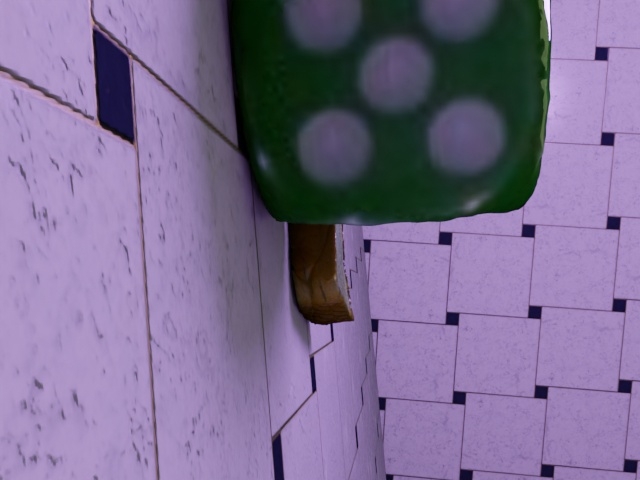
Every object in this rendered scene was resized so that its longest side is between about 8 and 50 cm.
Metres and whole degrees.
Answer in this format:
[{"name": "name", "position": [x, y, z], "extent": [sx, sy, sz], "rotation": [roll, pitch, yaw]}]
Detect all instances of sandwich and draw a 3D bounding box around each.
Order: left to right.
[{"name": "sandwich", "position": [0.000, 0.000, 1.031], "extent": [0.186, 0.065, 0.215], "rotation": [68, 17, -70]}]

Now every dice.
[{"name": "dice", "position": [0.074, -0.170, 0.803], "extent": [0.297, 0.299, 0.287], "rotation": [-64, 152, -81]}]
